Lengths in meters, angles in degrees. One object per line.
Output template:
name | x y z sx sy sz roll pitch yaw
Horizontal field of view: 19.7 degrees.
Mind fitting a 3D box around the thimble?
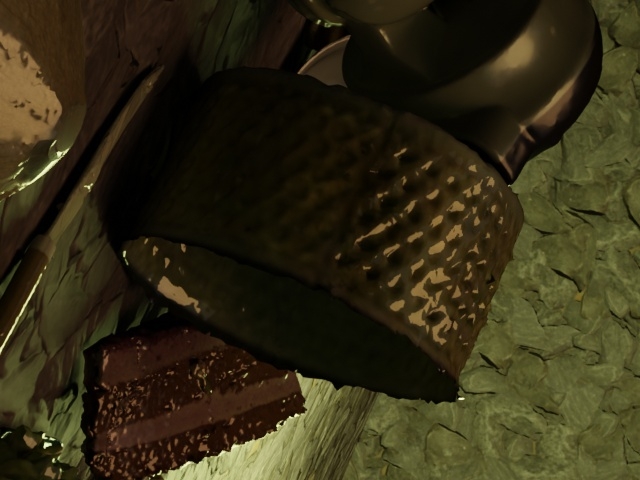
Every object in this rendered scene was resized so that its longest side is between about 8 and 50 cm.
thimble | 0.000 0.000 1.340 0.271 0.271 0.150 83 30 -71

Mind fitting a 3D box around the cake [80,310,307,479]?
cake | -0.121 0.118 1.484 0.295 0.113 0.116 -10 99 -66

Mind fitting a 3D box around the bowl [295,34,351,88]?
bowl | 0.020 -0.095 1.638 0.086 0.189 0.189 20 -96 58

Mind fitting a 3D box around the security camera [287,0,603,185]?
security camera | 0.066 -0.193 1.328 0.191 0.197 0.277 -55 127 -23

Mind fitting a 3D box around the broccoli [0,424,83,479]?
broccoli | -0.182 0.195 0.849 0.375 0.302 0.249 89 -12 -57

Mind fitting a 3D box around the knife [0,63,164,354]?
knife | -0.167 -0.003 1.160 0.047 0.017 0.298 99 14 -62

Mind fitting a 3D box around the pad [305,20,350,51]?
pad | 0.072 -0.302 1.696 0.284 0.018 0.286 -67 171 9

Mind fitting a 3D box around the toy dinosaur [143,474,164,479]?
toy dinosaur | -0.183 0.312 1.620 0.393 0.092 0.205 86 23 -53

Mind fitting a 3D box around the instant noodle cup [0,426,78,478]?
instant noodle cup | -0.215 0.213 1.271 0.157 0.070 0.179 -63 171 -5

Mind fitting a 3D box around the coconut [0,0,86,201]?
coconut | -0.157 -0.069 0.656 0.147 0.153 0.147 -60 166 -25
